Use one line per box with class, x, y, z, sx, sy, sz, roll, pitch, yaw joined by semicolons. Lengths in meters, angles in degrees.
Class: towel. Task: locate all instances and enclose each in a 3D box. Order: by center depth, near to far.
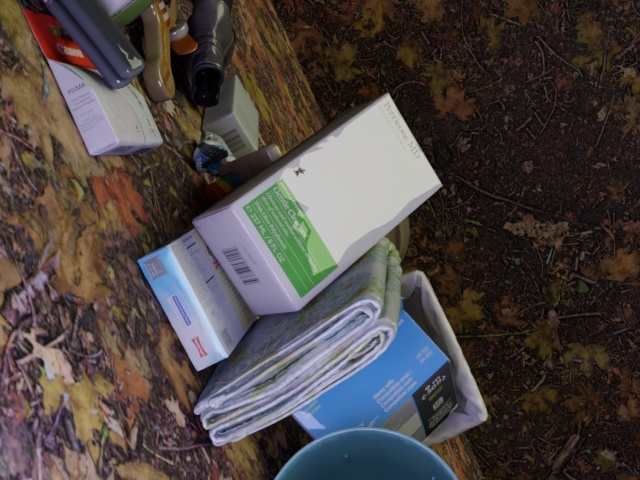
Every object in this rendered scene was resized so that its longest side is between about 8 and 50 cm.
towel;-0.017;0.145;1.238;0.090;0.320;0.374;54;13;-8

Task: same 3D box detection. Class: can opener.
can opener;-0.371;-0.335;1.158;0.280;0.074;0.093;49;54;-15

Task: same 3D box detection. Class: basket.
basket;0.130;0.258;1.685;0.266;0.328;0.331;-12;78;-83

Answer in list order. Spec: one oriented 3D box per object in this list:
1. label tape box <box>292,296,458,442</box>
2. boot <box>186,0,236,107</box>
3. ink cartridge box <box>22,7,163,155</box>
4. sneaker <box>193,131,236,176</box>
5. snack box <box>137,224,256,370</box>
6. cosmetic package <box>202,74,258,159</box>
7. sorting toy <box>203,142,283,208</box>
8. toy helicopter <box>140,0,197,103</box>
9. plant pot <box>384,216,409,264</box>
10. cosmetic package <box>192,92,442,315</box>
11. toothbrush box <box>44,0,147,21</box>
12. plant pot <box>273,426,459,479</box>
label tape box;0.098;0.273;1.354;0.115;0.249;0.347;43;-13;28
boot;-0.252;-0.392;1.784;0.338;0.118;0.222;105;-12;-78
ink cartridge box;-0.337;-0.243;1.228;0.189;0.066;0.232;-36;107;-78
sneaker;-0.223;-0.183;1.619;0.083;0.071;0.191;61;2;6
snack box;-0.177;0.067;1.311;0.187;0.060;0.322;63;12;-6
cosmetic package;-0.201;-0.273;1.833;0.117;0.085;0.231;60;11;-29
sorting toy;-0.109;-0.026;1.490;0.257;0.089;0.255;63;-25;-9
toy helicopter;-0.317;-0.418;1.581;0.235;0.140;0.355;62;19;-66
plant pot;0.000;0.000;1.746;0.323;0.323;0.280;65;27;-4
cosmetic package;0.001;-0.061;1.315;0.197;0.365;0.155;56;-30;-12
toothbrush box;-0.314;-0.446;1.313;0.122;0.206;0.283;51;16;-15
plant pot;0.073;0.448;1.180;0.235;0.293;0.293;77;-3;-60
